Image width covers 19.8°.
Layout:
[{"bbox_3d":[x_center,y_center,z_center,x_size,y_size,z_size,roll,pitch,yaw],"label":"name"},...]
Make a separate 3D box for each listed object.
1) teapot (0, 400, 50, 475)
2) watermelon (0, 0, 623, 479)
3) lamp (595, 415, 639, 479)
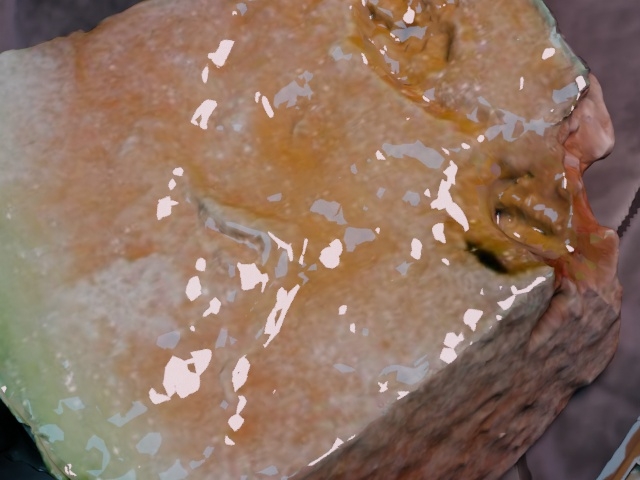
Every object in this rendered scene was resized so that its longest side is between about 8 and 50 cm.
[{"bbox_3d":[-0.189,0.054,0.860,0.149,0.162,0.239,-21,98,1],"label":"teapot"},{"bbox_3d":[-0.005,0.009,0.815,0.302,0.151,0.264,-27,68,-7],"label":"watermelon"},{"bbox_3d":[0.143,0.130,0.759,0.090,0.089,0.325,35,90,22],"label":"lamp"}]
